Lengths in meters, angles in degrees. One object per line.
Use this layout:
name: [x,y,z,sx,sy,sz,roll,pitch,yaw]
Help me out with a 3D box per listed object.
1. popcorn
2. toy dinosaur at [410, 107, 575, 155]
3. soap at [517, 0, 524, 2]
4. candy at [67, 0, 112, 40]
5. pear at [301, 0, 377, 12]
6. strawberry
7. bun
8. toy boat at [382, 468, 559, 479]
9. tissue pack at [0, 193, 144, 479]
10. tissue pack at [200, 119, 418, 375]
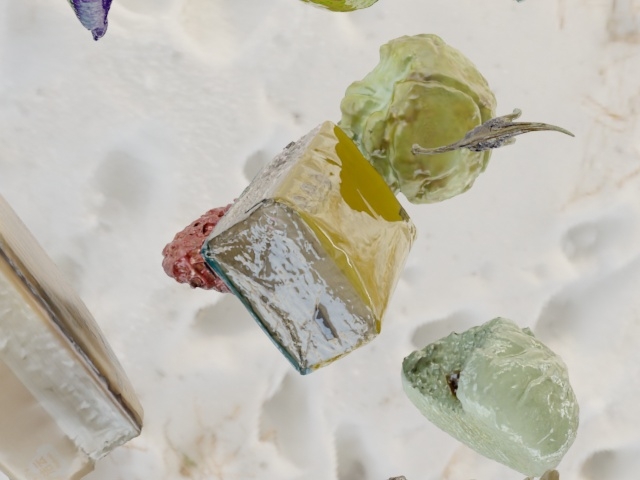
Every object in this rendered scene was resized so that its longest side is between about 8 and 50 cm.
popcorn: [0.130,-0.150,1.633,0.204,0.184,0.221,47,40,-26]
toy dinosaur: [0.175,-0.105,1.279,0.058,0.180,0.037,-39,109,-49]
soap: [0.039,-0.232,0.638,0.094,0.261,0.150,-5,127,-28]
candy: [-0.126,-0.198,0.658,0.070,0.275,0.145,-15,89,-15]
pear: [0.016,-0.355,1.003,0.391,0.391,0.391,-8,105,-30]
strawberry: [-0.100,-0.007,1.770,0.236,0.190,0.111,-7,127,-33]
bun: [0.194,0.160,1.419,0.126,0.212,0.204,-53,141,-18]
toy boat: [0.053,0.171,0.746,0.064,0.206,0.072,4,64,-46]
tissue pack: [-0.339,0.088,1.184,0.238,0.238,0.305,-44,139,-15]
tissue pack: [0.000,0.000,1.431,0.134,0.271,0.192,-35,102,24]
